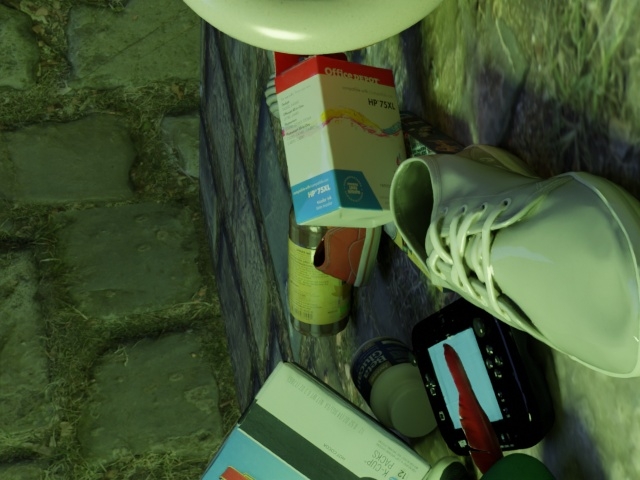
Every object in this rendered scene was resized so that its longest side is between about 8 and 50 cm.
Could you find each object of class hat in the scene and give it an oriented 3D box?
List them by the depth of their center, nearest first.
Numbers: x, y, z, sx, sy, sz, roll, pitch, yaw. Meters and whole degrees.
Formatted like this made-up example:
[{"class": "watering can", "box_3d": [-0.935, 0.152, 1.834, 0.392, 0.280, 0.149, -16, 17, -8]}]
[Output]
[{"class": "hat", "box_3d": [0.209, 0.225, 1.061, 0.173, 0.208, 0.184, -17, 39, 56]}]

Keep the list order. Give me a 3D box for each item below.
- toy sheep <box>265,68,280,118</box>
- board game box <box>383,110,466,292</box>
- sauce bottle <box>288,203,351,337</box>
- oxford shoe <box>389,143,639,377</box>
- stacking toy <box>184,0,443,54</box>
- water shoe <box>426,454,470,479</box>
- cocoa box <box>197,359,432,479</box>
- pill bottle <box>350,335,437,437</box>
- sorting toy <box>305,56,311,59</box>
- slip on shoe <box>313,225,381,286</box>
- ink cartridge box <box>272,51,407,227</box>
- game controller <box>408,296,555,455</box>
[{"class": "toy sheep", "box_3d": [-0.061, -0.267, 2.030, 0.091, 0.091, 0.132, 133, 134, -75]}, {"class": "board game box", "box_3d": [0.128, -0.055, 1.341, 0.243, 0.042, 0.165, -126, 31, -67]}, {"class": "sauce bottle", "box_3d": [0.000, 0.000, 1.826, 0.111, 0.111, 0.344, -113, 20, -54]}, {"class": "oxford shoe", "box_3d": [0.170, 0.010, 0.973, 0.449, 0.130, 0.169, -133, 39, -69]}, {"class": "stacking toy", "box_3d": [0.017, -0.320, 1.254, 0.480, 0.350, 0.351, 56, -155, -79]}, {"class": "water shoe", "box_3d": [0.180, 0.363, 1.331, 0.080, 0.073, 0.203, -1, 94, 50]}, {"class": "cocoa box", "box_3d": [-0.018, 0.315, 1.462, 0.228, 0.231, 0.347, -54, -4, -5]}, {"class": "pill bottle", "box_3d": [0.104, 0.199, 1.477, 0.169, 0.094, 0.094, -133, 37, -70]}, {"class": "sorting toy", "box_3d": [0.007, -0.232, 1.853, 0.193, 0.038, 0.208, -115, 17, -57]}, {"class": "slip on shoe", "box_3d": [0.042, -0.056, 1.561, 0.331, 0.101, 0.123, 97, -177, -50]}, {"class": "ink cartridge box", "box_3d": [0.026, -0.136, 1.304, 0.078, 0.134, 0.231, -19, 75, 44]}, {"class": "game controller", "box_3d": [0.169, 0.151, 1.207, 0.319, 0.067, 0.167, 126, 136, -74]}]
